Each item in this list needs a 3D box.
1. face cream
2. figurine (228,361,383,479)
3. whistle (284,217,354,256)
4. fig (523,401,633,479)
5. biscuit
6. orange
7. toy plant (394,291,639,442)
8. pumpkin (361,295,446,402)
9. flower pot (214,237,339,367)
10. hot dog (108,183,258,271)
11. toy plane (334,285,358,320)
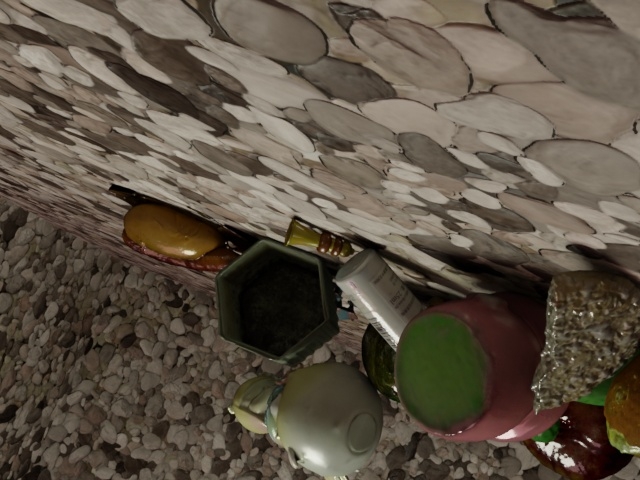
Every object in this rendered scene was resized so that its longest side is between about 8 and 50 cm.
[{"bbox_3d":[0.135,0.134,1.233,0.269,0.082,0.082,49,163,-13],"label":"face cream"},{"bbox_3d":[-0.042,0.354,1.522,0.394,0.227,0.274,0,115,51],"label":"figurine"},{"bbox_3d":[-0.003,0.004,1.235,0.109,0.046,0.057,19,157,-17],"label":"whistle"},{"bbox_3d":[0.493,0.293,1.434,0.217,0.216,0.321,16,-163,32],"label":"fig"},{"bbox_3d":[0.308,0.110,0.894,0.133,0.032,0.250,-14,136,-5],"label":"biscuit"},{"bbox_3d":[0.458,0.193,0.909,0.237,0.158,0.179,17,-176,25],"label":"orange"},{"bbox_3d":[0.293,0.185,1.113,0.356,0.210,0.317,14,176,-42],"label":"toy plant"},{"bbox_3d":[0.197,0.189,1.411,0.261,0.189,0.260,3,-175,0],"label":"pumpkin"},{"bbox_3d":[-0.080,0.125,1.551,0.209,0.239,0.189,50,179,16],"label":"flower pot"},{"bbox_3d":[-0.284,-0.002,1.602,0.326,0.107,0.194,17,169,23],"label":"hot dog"},{"bbox_3d":[-0.008,0.150,1.802,0.223,0.104,0.326,20,166,15],"label":"toy plane"}]
